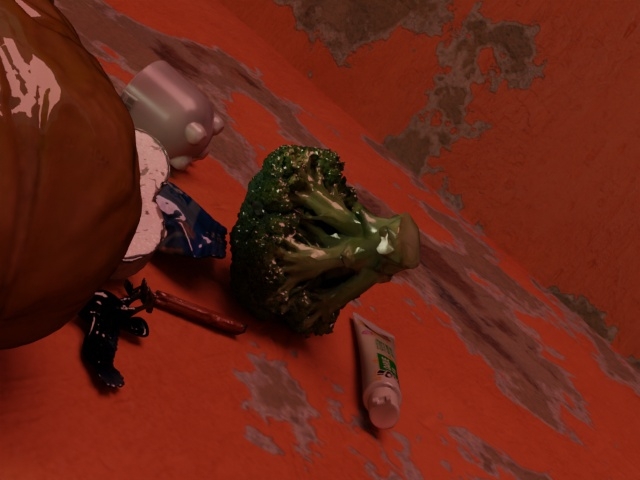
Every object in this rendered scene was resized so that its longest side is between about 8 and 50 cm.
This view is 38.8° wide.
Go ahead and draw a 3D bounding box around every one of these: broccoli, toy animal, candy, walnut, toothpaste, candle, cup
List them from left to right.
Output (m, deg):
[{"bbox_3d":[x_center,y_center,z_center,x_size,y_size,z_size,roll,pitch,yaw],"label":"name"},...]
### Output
[{"bbox_3d":[-0.328,-0.086,0.716,0.398,0.308,0.354,47,19,24],"label":"walnut"},{"bbox_3d":[-0.263,-0.052,1.060,0.168,0.068,0.192,15,53,-20],"label":"candle"},{"bbox_3d":[-0.226,0.074,0.951,0.108,0.062,0.220,-2,39,-34],"label":"toy animal"},{"bbox_3d":[-0.269,-0.069,1.186,0.331,0.077,0.187,29,11,-11],"label":"candy"},{"bbox_3d":[-0.247,-0.183,1.479,0.142,0.173,0.134,40,49,4],"label":"cup"},{"bbox_3d":[-0.164,0.082,1.093,0.167,0.021,0.026,24,-5,-32],"label":"candle"},{"bbox_3d":[0.000,0.000,1.212,0.270,0.270,0.270,0,-5,33],"label":"broccoli"},{"bbox_3d":[0.082,0.178,1.289,0.314,0.056,0.058,-88,164,-73],"label":"toothpaste"}]

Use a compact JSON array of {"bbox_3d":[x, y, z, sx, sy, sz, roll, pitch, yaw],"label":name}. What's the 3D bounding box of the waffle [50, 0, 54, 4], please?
[{"bbox_3d":[-0.502,-0.344,1.156,0.325,0.302,0.068,17,65,-36],"label":"waffle"}]
